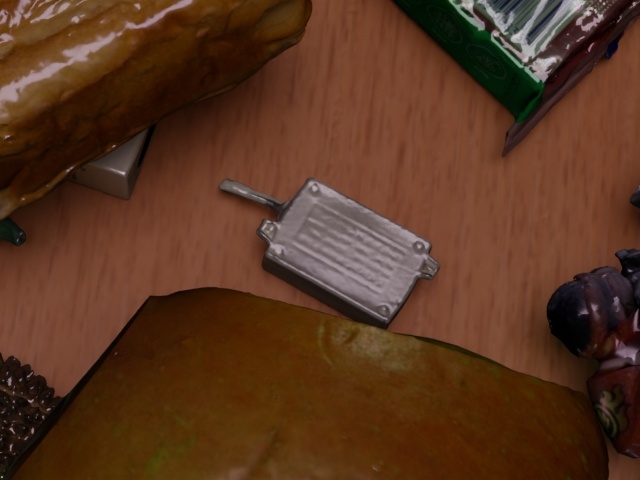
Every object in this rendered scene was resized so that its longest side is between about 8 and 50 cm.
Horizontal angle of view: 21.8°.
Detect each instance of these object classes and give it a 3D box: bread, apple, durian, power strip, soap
[{"bbox_3d":[-0.180,-0.144,1.140,0.344,0.149,0.195,-29,69,-11],"label":"bread"},{"bbox_3d":[-0.016,0.182,1.048,0.374,0.374,0.384,35,41,4],"label":"apple"},{"bbox_3d":[-0.219,0.150,1.152,0.188,0.091,0.148,18,74,-6],"label":"durian"},{"bbox_3d":[0.000,0.000,1.243,0.175,0.042,0.075,30,74,4],"label":"power strip"},{"bbox_3d":[0.122,-0.235,1.293,0.273,0.098,0.218,44,75,7],"label":"soap"}]

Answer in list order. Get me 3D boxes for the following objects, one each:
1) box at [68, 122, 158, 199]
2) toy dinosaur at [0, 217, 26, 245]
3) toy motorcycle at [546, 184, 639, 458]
[{"bbox_3d":[-0.178,-0.178,1.260,0.164,0.069,0.256,19,74,-1],"label":"box"},{"bbox_3d":[-0.365,-0.004,1.189,0.292,0.079,0.120,-18,83,-8],"label":"toy dinosaur"},{"bbox_3d":[0.289,0.003,1.231,0.207,0.134,0.401,24,75,-6],"label":"toy motorcycle"}]
